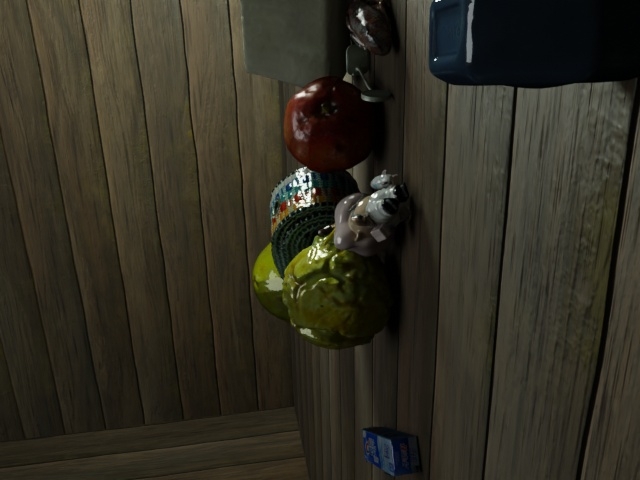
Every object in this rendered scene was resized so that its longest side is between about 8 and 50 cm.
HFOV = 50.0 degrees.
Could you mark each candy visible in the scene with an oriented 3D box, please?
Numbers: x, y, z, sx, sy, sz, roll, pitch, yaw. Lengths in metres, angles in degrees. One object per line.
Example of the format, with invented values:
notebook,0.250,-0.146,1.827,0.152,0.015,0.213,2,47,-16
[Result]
candy,-0.047,-0.474,1.316,0.145,0.208,0.359,-70,-13,-44

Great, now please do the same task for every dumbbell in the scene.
dumbbell,0.146,-0.261,0.451,0.143,0.156,0.316,-33,-58,-65

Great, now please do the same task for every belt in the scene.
belt,0.000,0.000,1.409,0.295,0.206,0.160,91,172,-45

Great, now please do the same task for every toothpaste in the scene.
toothpaste,0.127,0.394,1.294,0.272,0.053,0.066,119,145,-77

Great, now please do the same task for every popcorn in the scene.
popcorn,0.033,0.101,1.264,0.184,0.204,0.221,-75,-10,-50

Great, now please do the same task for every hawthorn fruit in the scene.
hawthorn fruit,0.014,-0.217,1.248,0.200,0.179,0.179,61,-159,-73

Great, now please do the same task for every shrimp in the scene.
shrimp,0.078,-0.362,1.139,0.073,0.075,0.190,50,-171,-39

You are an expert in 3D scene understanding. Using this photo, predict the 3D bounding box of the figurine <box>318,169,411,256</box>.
figurine,0.085,-0.037,1.139,0.137,0.112,0.229,-53,6,-22

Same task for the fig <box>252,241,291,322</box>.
fig,-0.051,0.096,1.777,0.271,0.239,0.239,158,108,-67

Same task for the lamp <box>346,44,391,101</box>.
lamp,0.082,-0.292,1.205,0.198,0.050,0.056,-108,17,-59
